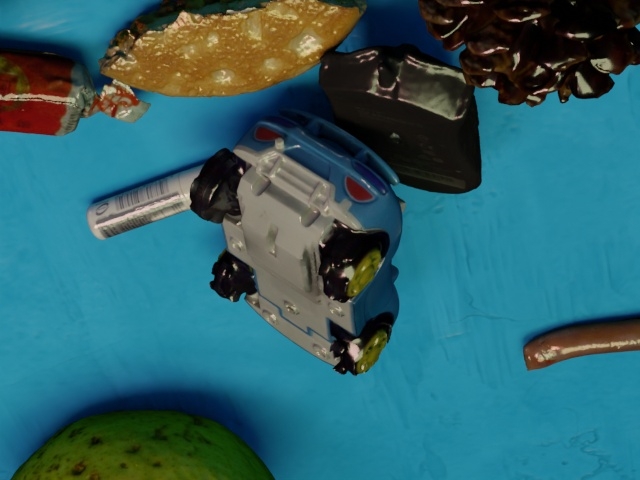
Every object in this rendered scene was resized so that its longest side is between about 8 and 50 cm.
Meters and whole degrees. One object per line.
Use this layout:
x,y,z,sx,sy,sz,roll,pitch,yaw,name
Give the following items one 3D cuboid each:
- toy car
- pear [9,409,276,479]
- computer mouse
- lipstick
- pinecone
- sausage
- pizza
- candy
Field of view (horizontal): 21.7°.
0.000,0.000,1.652,0.166,0.198,0.314,-48,155,-22,toy car
-0.192,0.389,1.892,0.391,0.391,0.391,-5,137,-5,pear
0.084,-0.128,1.572,0.147,0.088,0.264,13,166,13,computer mouse
-0.166,-0.039,1.673,0.141,0.040,0.040,-19,137,10,lipstick
0.174,-0.236,1.386,0.224,0.224,0.272,-7,128,-3,pinecone
0.322,0.117,1.928,0.177,0.040,0.047,-9,144,-1,sausage
-0.078,-0.187,1.517,0.246,0.058,0.127,-21,137,14,pizza
-0.298,-0.137,1.523,0.292,0.059,0.086,5,153,-14,candy
